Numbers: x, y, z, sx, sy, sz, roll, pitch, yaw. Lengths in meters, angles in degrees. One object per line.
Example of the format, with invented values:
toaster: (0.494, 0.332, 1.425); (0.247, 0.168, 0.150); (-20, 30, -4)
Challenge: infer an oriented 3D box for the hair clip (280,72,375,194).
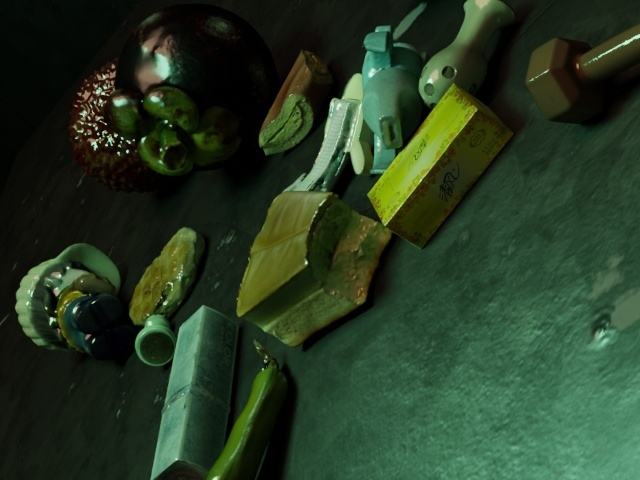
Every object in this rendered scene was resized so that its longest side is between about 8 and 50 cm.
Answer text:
hair clip: (0.028, -0.130, 1.656); (0.159, 0.071, 0.218); (22, 88, 61)

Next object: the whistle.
whistle: (0.095, -0.192, 1.530); (0.274, 0.093, 0.186); (-78, -16, -62)

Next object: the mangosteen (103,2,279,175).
mangosteen: (-0.231, -0.252, 2.015); (0.313, 0.297, 0.297); (-25, 9, -27)

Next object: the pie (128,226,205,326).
pie: (-0.264, 0.069, 2.027); (0.195, 0.046, 0.195); (-46, 25, 28)

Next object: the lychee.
lychee: (-0.364, -0.225, 2.299); (0.300, 0.264, 0.264); (83, -153, -68)

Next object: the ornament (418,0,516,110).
ornament: (0.179, -0.223, 1.460); (0.075, 0.081, 0.156); (9, 63, 42)

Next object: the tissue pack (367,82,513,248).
tissue pack: (0.138, -0.089, 1.395); (0.176, 0.062, 0.095); (-53, 24, 16)

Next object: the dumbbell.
dumbbell: (0.304, -0.189, 1.158); (0.231, 0.092, 0.082); (-26, 69, 51)

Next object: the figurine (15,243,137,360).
figurine: (-0.456, 0.134, 2.163); (0.204, 0.185, 0.332); (-23, 19, -6)

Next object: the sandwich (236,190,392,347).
sandwich: (0.000, 0.000, 1.506); (0.186, 0.108, 0.220); (-37, 29, 41)

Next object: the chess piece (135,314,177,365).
chess piece: (-0.265, 0.156, 1.907); (0.067, 0.067, 0.103); (-55, 14, 9)

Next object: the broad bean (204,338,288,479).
broad bean: (-0.091, 0.249, 1.427); (0.075, 0.067, 0.325); (-30, 26, 44)

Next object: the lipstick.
lipstick: (-0.167, 0.214, 1.614); (0.076, 0.077, 0.290); (-43, 26, 34)

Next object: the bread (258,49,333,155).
bread: (-0.029, -0.226, 1.886); (0.192, 0.067, 0.119); (-63, 16, -13)
